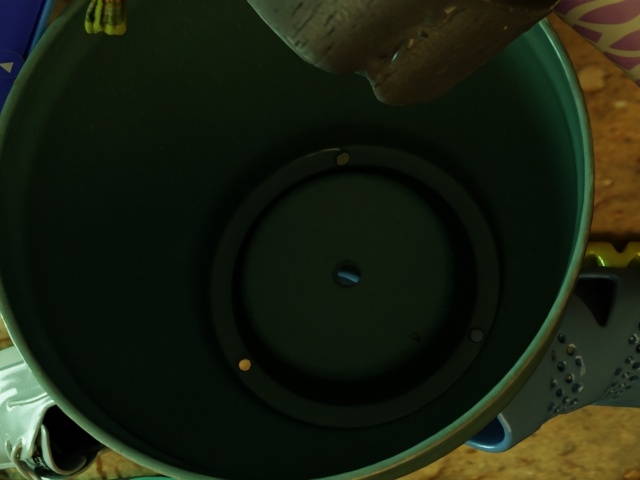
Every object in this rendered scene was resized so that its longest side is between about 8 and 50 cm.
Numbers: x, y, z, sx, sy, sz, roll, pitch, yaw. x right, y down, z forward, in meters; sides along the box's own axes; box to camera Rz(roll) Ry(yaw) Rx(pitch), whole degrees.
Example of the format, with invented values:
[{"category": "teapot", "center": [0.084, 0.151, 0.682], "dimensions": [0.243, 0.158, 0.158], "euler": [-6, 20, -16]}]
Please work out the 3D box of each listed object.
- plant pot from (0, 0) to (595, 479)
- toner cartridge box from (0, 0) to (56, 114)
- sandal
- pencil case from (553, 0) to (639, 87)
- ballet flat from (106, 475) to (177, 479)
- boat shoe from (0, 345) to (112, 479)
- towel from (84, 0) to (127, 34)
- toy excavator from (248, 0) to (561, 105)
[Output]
[{"category": "plant pot", "center": [0.000, 0.000, 0.991], "dimensions": [0.293, 0.293, 0.196], "euler": [-6, 162, 10]}, {"category": "toner cartridge box", "center": [-0.307, -0.157, 0.958], "dimensions": [0.348, 0.075, 0.165], "euler": [16, 138, -14]}, {"category": "sandal", "center": [0.108, 0.072, 1.146], "dimensions": [0.317, 0.138, 0.126], "euler": [5, 137, -5]}, {"category": "pencil case", "center": [0.139, -0.147, 0.938], "dimensions": [0.206, 0.088, 0.086], "euler": [38, 158, -34]}, {"category": "ballet flat", "center": [-0.153, 0.216, 1.366], "dimensions": [0.280, 0.095, 0.096], "euler": [4, 149, 15]}, {"category": "boat shoe", "center": [-0.171, 0.113, 1.247], "dimensions": [0.227, 0.081, 0.079], "euler": [-25, 131, 28]}, {"category": "towel", "center": [-0.107, -0.201, 0.848], "dimensions": [0.021, 0.102, 0.237], "euler": [-4, 148, -1]}, {"category": "toy excavator", "center": [-0.057, -0.317, 0.520], "dimensions": [0.445, 0.433, 0.222], "euler": [27, 134, -34]}]
